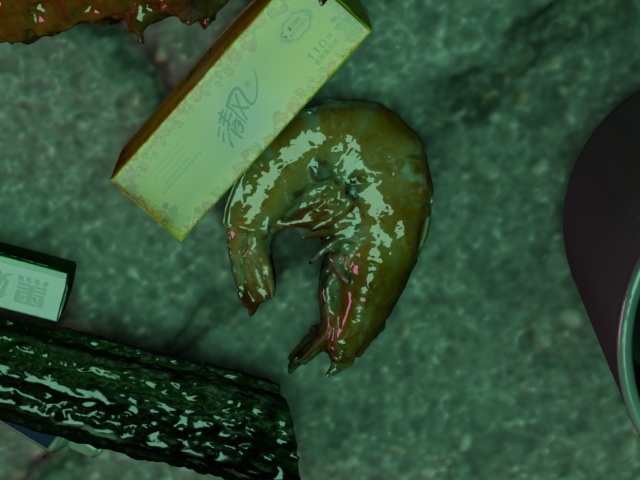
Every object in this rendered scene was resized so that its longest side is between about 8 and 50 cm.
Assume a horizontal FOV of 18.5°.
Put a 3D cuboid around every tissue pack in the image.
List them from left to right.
[{"bbox_3d":[-0.049,-0.091,1.208,0.062,0.095,0.176,42,101,-11],"label":"tissue pack"}]

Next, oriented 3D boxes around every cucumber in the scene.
[{"bbox_3d":[-0.134,0.100,1.252,0.265,0.077,0.077,15,104,-14],"label":"cucumber"}]

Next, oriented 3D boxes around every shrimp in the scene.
[{"bbox_3d":[0.000,-0.001,1.254,0.132,0.051,0.187,10,100,-8],"label":"shrimp"}]

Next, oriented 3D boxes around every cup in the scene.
[{"bbox_3d":[0.251,0.015,1.124,0.205,0.312,0.205,0,104,0],"label":"cup"}]

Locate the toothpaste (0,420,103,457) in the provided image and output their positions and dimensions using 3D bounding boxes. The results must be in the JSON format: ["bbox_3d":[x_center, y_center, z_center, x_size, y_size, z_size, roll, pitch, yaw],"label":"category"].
[{"bbox_3d":[-0.227,0.087,1.286,0.197,0.035,0.057,32,83,-7],"label":"toothpaste"}]

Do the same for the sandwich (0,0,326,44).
[{"bbox_3d":[-0.102,-0.222,1.112,0.301,0.162,0.250,-35,68,14],"label":"sandwich"}]

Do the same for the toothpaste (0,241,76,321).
[{"bbox_3d":[-0.248,0.011,1.258,0.178,0.043,0.037,15,95,-4],"label":"toothpaste"}]
